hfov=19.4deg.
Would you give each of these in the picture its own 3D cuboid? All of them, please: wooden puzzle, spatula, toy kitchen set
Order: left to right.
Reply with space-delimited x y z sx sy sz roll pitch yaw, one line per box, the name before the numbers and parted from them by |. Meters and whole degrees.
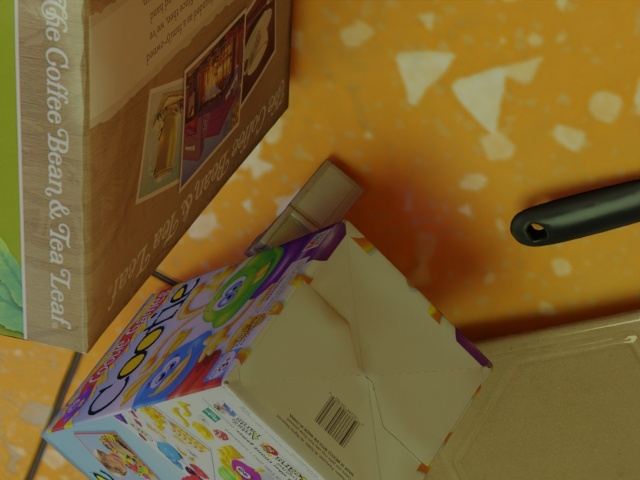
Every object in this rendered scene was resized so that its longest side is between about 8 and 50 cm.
toy kitchen set | 0.000 0.000 1.280 0.068 0.075 0.083 40 169 -4
wooden puzzle | 0.178 0.150 1.310 0.239 0.044 0.221 -15 116 25
spatula | 0.255 -0.033 1.150 0.296 0.030 0.084 -12 120 28

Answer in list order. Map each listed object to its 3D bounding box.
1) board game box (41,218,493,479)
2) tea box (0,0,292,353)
board game box | -0.043 0.107 1.240 0.144 0.142 0.275 45 150 -16
tea box | -0.210 -0.133 1.067 0.323 0.329 0.220 12 120 13
